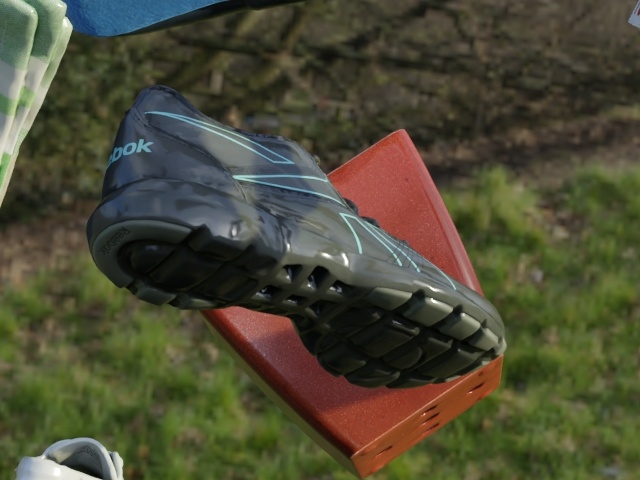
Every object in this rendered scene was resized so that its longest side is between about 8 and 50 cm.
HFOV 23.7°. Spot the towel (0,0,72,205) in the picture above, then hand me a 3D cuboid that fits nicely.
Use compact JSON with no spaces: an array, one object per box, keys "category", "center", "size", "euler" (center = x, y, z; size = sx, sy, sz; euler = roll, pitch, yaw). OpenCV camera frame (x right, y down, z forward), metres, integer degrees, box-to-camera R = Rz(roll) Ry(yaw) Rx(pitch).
[{"category":"towel","center":[-0.312,-0.054,0.941],"size":[0.248,0.325,0.038],"euler":[19,33,-10]}]

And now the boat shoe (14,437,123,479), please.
[{"category":"boat shoe","center":[-0.150,0.164,0.971],"size":[0.083,0.076,0.226],"euler":[13,-3,0]}]

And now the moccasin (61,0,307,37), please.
[{"category":"moccasin","center":[-0.072,-0.276,1.390],"size":[0.342,0.137,0.117],"euler":[-9,14,5]}]

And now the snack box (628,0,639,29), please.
[{"category":"snack box","center":[0.283,-0.228,1.099],"size":[0.022,0.178,0.064],"euler":[22,13,-17]}]

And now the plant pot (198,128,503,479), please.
[{"category":"plant pot","center":[0.046,0.089,1.548],"size":[0.236,0.267,0.267],"euler":[55,-5,17]}]

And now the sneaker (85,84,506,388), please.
[{"category":"sneaker","center":[0.000,0.000,0.829],"size":[0.267,0.106,0.101],"euler":[26,-43,-33]}]
